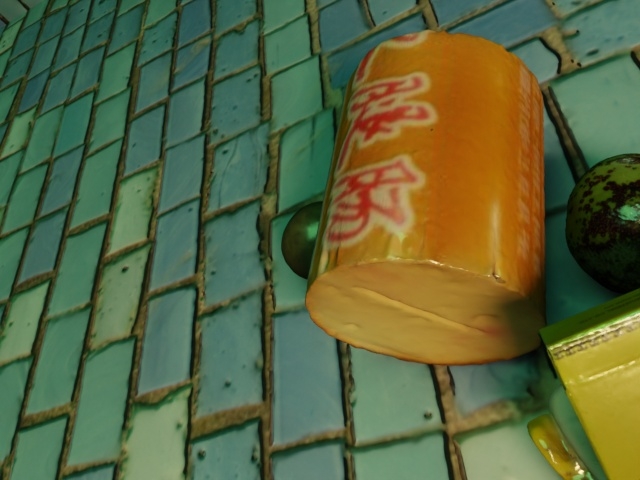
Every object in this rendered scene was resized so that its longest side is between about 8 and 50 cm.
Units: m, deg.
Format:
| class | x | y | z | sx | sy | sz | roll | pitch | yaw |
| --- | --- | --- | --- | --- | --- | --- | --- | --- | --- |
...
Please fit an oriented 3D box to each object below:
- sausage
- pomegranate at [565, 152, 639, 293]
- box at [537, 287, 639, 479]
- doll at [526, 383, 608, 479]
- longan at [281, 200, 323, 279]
| class | x | y | z | sx | sy | sz | roll | pitch | yaw |
| --- | --- | --- | --- | --- | --- | --- | --- | --- | --- |
| sausage | 0.115 | -0.042 | 0.649 | 0.233 | 0.233 | 0.287 | -8 | 53 | 30 |
| pomegranate | 0.314 | -0.014 | 0.578 | 0.163 | 0.125 | 0.138 | 5 | 41 | 15 |
| box | 0.273 | 0.155 | 0.400 | 0.153 | 0.279 | 0.041 | -26 | 3 | 16 |
| doll | 0.314 | 0.095 | 0.474 | 0.314 | 0.141 | 0.177 | -41 | 75 | 12 |
| longan | 0.000 | 0.000 | 0.796 | 0.106 | 0.106 | 0.119 | -38 | 6 | 4 |
